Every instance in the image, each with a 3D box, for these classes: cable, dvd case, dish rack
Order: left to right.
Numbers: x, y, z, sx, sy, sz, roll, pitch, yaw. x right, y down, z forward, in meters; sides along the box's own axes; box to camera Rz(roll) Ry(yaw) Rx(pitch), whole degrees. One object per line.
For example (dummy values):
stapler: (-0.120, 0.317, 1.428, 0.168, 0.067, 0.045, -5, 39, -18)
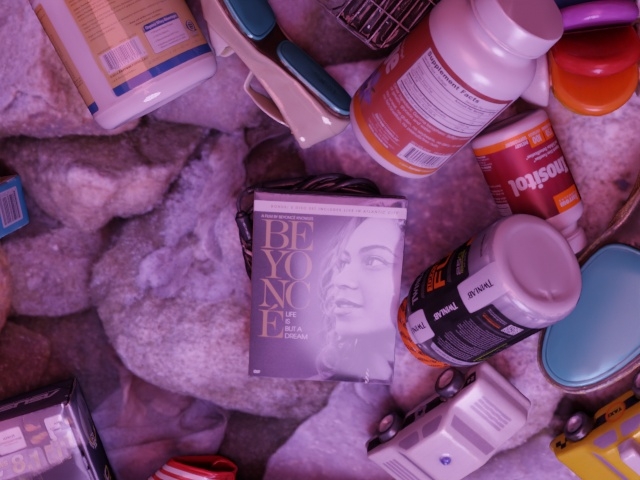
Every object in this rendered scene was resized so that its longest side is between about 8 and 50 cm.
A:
cable: (0.000, 0.000, 1.232, 0.185, 0.047, 0.150, -7, 101, 8)
dvd case: (0.006, 0.053, 1.222, 0.165, 0.018, 0.221, 3, 110, 0)
dish rack: (0.030, -0.338, 1.135, 0.271, 0.074, 0.208, 40, 105, 1)

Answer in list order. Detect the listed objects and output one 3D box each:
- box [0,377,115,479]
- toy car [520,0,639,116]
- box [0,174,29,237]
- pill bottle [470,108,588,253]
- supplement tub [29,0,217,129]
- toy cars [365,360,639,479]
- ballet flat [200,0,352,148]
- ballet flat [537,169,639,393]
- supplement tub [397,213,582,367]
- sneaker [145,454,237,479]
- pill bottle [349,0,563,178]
box: (-0.421, 0.367, 1.291, 0.395, 0.097, 0.318, -17, 103, -2)
toy car: (0.268, -0.211, 1.106, 0.159, 0.136, 0.182, -6, 101, 9)
box: (-0.466, -0.022, 1.257, 0.244, 0.100, 0.060, -7, 102, 9)
pill bottle: (0.224, -0.055, 1.172, 0.086, 0.086, 0.152, -23, 99, 11)
supplement tub: (-0.212, -0.231, 1.157, 0.144, 0.144, 0.199, -26, 98, 12)
toy cars: (0.240, 0.220, 1.208, 0.394, 0.087, 0.176, -2, 121, 8)
ballet flat: (-0.068, -0.201, 1.185, 0.086, 0.086, 0.248, -38, 96, 13)
ballet flat: (0.347, 0.007, 1.155, 0.123, 0.123, 0.348, 28, 101, 0)
supplement tub: (0.168, 0.060, 1.153, 0.117, 0.117, 0.190, 46, 140, -4)
sneaker: (-0.113, 0.338, 1.302, 0.221, 0.087, 0.128, 41, 91, -19)
pill bottle: (0.133, -0.166, 1.100, 0.121, 0.121, 0.216, 43, 132, -3)
